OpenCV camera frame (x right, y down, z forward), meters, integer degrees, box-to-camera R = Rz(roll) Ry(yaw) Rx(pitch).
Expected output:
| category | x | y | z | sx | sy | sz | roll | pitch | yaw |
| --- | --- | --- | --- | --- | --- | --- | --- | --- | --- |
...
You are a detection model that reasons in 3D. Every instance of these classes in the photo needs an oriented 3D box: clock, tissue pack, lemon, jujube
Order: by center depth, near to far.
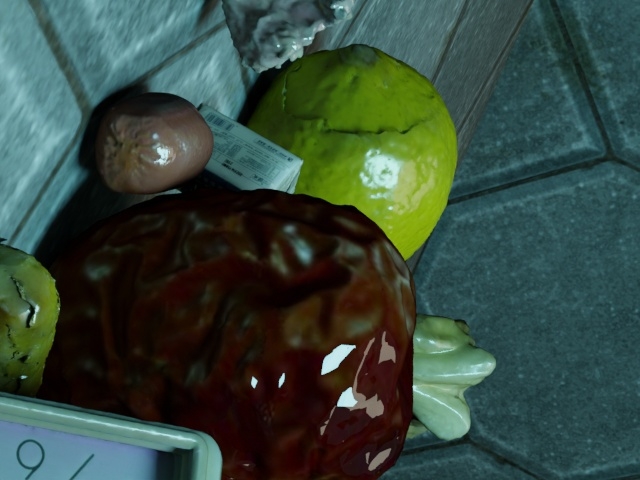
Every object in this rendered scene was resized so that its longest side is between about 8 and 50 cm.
| category | x | y | z | sx | sy | sz | roll | pitch | yaw |
| --- | --- | --- | --- | --- | --- | --- | --- | --- | --- |
| clock | -0.147 | 0.152 | 0.742 | 0.071 | 0.192 | 0.147 | -22 | -123 | 52 |
| jujube | -0.055 | 0.065 | 0.972 | 0.213 | 0.232 | 0.213 | 1 | 90 | -83 |
| tissue pack | -0.062 | -0.048 | 1.084 | 0.062 | 0.083 | 0.042 | -53 | 168 | -46 |
| lemon | 0.018 | -0.057 | 1.244 | 0.193 | 0.180 | 0.180 | -45 | 179 | 25 |

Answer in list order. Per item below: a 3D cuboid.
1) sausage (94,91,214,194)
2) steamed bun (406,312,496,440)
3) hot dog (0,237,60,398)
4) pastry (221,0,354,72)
| category | x | y | z | sx | sy | sz | roll | pitch | yaw |
| --- | --- | --- | --- | --- | --- | --- | --- | --- | --- |
| sausage | -0.098 | -0.059 | 0.936 | 0.094 | 0.059 | 0.054 | -28 | 126 | -68 |
| steamed bun | -0.020 | 0.156 | 1.508 | 0.428 | 0.247 | 0.189 | 173 | -74 | -68 |
| hot dog | -0.197 | 0.113 | 0.850 | 0.068 | 0.083 | 0.289 | -82 | -169 | -55 |
| pastry | 0.009 | -0.222 | 0.918 | 0.112 | 0.103 | 0.265 | -34 | 161 | -35 |
